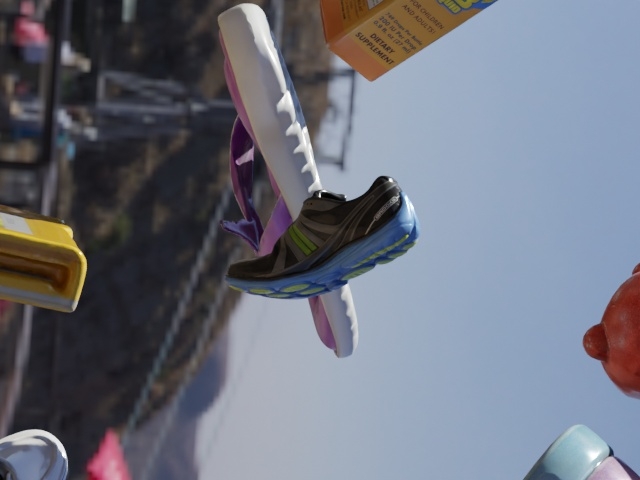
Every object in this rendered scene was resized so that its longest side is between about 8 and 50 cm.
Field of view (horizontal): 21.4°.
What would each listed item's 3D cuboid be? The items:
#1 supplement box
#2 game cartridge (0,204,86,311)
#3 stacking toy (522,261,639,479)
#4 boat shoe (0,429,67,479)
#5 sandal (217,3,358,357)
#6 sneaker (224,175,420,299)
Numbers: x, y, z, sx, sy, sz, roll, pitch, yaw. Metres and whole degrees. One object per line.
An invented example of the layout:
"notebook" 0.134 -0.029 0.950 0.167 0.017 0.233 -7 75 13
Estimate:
"supplement box" 0.112 -0.253 1.631 0.233 0.078 0.080 -33 -137 26
"game cartridge" -0.326 -0.018 1.269 0.323 0.285 0.053 -148 -108 -76
"stacking toy" 0.190 0.179 1.145 0.309 0.130 0.279 -43 154 -36
"boat shoe" -0.309 0.239 1.545 0.084 0.095 0.258 -59 173 36
"sandal" -0.050 -0.049 1.596 0.169 0.102 0.416 -103 178 -48
"sneaker" 0.000 0.000 1.454 0.067 0.188 0.078 16 55 -56
